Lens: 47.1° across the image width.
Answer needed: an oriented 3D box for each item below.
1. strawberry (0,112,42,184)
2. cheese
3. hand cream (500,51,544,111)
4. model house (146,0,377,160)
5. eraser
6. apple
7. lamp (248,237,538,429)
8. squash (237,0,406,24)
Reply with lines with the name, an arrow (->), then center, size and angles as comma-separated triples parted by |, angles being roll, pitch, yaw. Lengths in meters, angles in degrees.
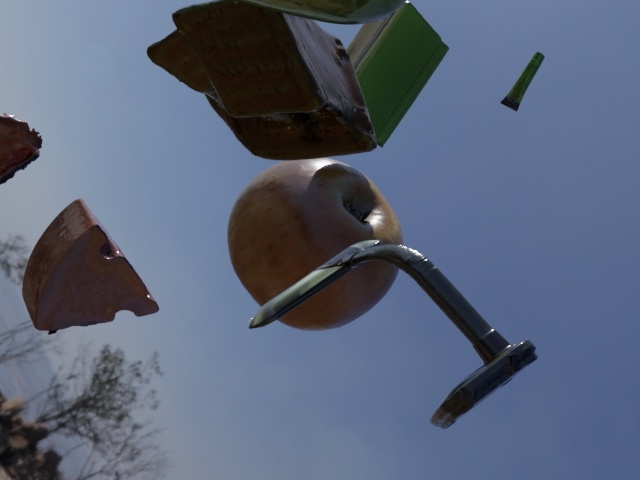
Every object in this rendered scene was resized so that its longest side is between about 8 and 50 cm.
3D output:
strawberry -> -0.511, -0.130, 1.051 | 0.085, 0.192, 0.140 | 5, -44, 42
cheese -> -0.370, 0.033, 1.182 | 0.128, 0.203, 0.177 | 45, -45, 50
hand cream -> 0.394, -0.308, 1.419 | 0.036, 0.122, 0.023 | 31, -5, 10
model house -> -0.091, -0.208, 0.881 | 0.239, 0.268, 0.173 | 26, 65, -61
eraser -> 0.137, -0.359, 1.588 | 0.092, 0.274, 0.210 | 36, 5, 42
apple -> 0.000, 0.000, 1.617 | 0.400, 0.334, 0.400 | 49, 23, -30
lamp -> 0.063, 0.098, 0.791 | 0.283, 0.203, 0.124 | 43, -22, 33
squash -> -0.081, -0.269, 0.631 | 0.118, 0.371, 0.118 | -175, -90, -67
